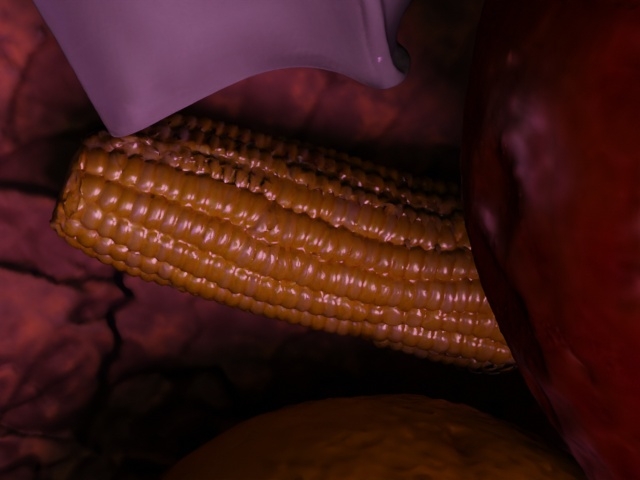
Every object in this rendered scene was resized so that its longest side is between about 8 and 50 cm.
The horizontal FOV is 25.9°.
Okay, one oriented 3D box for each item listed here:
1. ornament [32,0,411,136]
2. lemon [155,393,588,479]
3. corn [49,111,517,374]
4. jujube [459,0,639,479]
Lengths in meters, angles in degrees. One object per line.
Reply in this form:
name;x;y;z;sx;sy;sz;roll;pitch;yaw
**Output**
ornament;0.029;-0.135;0.464;0.285;0.120;0.130;-41;113;10
lemon;0.006;0.166;0.509;0.219;0.240;0.240;25;105;-2
corn;0.000;0.000;0.536;0.203;0.072;0.072;14;107;-9
jujube;0.172;0.017;0.422;0.223;0.223;0.318;-28;118;4
